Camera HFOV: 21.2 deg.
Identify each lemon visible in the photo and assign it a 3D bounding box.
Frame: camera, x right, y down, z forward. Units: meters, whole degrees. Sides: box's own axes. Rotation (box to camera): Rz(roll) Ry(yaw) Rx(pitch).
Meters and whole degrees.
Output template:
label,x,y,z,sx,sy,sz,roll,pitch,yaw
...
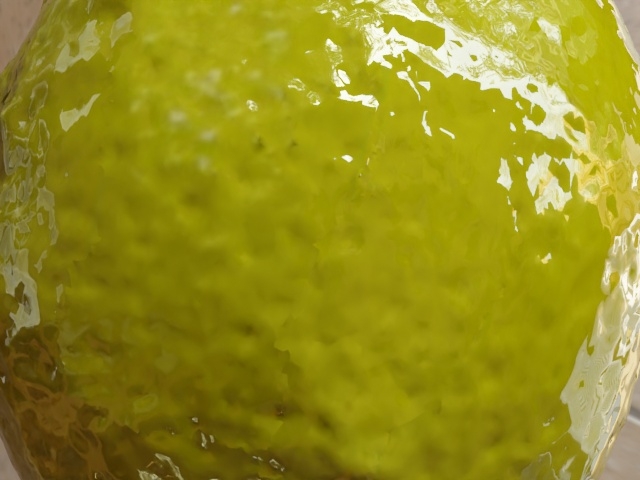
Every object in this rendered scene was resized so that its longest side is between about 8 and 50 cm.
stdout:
label,x,y,z,sx,sy,sz,roll,pitch,yaw
lemon,0.000,0.000,0.569,0.233,0.233,0.288,11,82,-11
